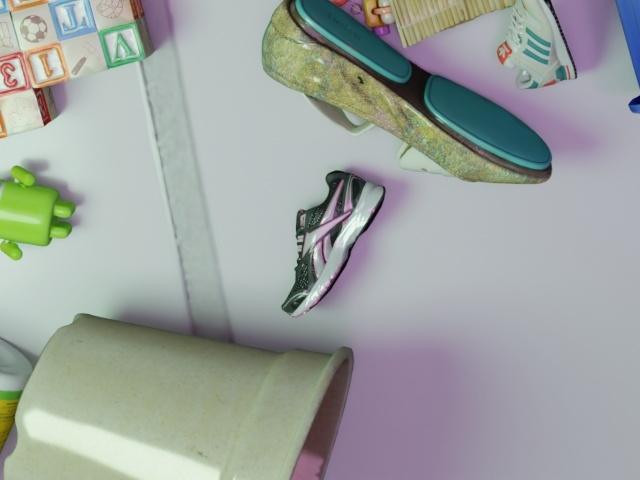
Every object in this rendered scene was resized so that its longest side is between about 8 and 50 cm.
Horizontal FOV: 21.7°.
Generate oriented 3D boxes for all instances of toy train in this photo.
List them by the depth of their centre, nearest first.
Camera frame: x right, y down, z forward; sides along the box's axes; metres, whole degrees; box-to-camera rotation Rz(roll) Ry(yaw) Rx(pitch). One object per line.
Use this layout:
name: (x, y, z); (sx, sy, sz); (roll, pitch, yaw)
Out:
toy train: (0.066, -0.295, 1.820); (0.166, 0.046, 0.125); (-36, 99, 7)

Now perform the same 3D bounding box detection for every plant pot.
plant pot: (-0.160, 0.226, 1.809); (0.305, 0.334, 0.334); (19, 101, 8)

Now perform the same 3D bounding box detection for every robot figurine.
robot figurine: (-0.334, -0.031, 1.862); (0.115, 0.067, 0.101); (11, 103, -2)

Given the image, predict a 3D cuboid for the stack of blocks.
stack of blocks: (-0.338, -0.205, 1.817); (0.297, 0.087, 0.171); (-15, 101, 3)

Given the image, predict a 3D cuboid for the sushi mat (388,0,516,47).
sushi mat: (0.111, -0.373, 1.752); (0.151, 0.019, 0.316); (-19, 111, 1)

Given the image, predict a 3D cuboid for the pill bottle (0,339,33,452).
pill bottle: (-0.430, 0.229, 1.879); (0.136, 0.136, 0.246); (24, 100, -5)

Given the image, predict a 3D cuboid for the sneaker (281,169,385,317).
sneaker: (0.000, 0.000, 1.877); (0.077, 0.072, 0.178); (32, 92, 6)

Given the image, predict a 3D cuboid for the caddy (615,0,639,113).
caddy: (0.470, -0.233, 1.735); (0.341, 0.241, 0.179); (-22, 96, 5)

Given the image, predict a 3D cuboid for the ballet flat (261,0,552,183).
ballet flat: (0.087, -0.142, 1.826); (0.348, 0.123, 0.123); (32, 100, -6)

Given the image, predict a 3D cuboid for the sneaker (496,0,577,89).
sneaker: (0.223, -0.219, 1.800); (0.075, 0.057, 0.161); (-21, 141, 10)
